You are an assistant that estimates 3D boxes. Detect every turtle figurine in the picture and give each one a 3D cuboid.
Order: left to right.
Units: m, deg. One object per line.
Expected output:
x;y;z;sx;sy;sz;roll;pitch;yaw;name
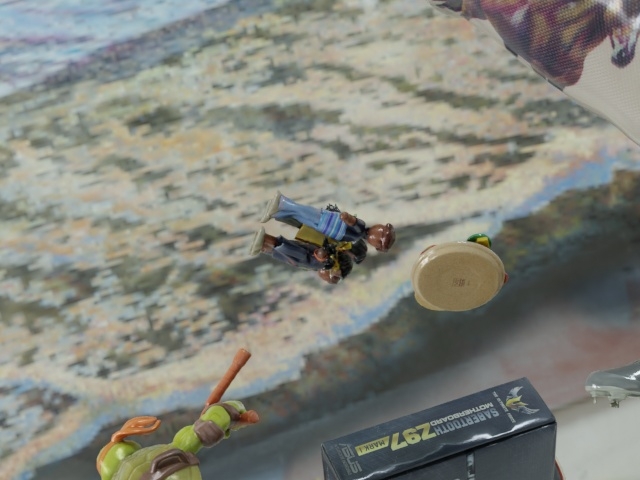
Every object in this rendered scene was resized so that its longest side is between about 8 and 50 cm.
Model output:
-0.101;0.195;0.913;0.217;0.087;0.269;25;57;38;turtle figurine

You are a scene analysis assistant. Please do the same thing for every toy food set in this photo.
0.119;0.030;1.024;0.083;0.083;0.020;-8;40;9;toy food set

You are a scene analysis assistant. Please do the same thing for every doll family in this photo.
0.000;0.000;1.079;0.111;0.076;0.193;22;0;-5;doll family

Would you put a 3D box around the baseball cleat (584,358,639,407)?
0.385;0.126;1.286;0.206;0.109;0.072;1;-9;-5;baseball cleat

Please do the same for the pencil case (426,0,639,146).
0.259;-0.089;0.645;0.410;0.160;0.183;38;43;17;pencil case

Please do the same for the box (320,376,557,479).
0.102;0.236;1.006;0.184;0.232;0.059;-16;41;-13;box

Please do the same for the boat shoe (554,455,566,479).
0.203;0.257;1.111;0.043;0.137;0.049;-6;-2;-26;boat shoe
